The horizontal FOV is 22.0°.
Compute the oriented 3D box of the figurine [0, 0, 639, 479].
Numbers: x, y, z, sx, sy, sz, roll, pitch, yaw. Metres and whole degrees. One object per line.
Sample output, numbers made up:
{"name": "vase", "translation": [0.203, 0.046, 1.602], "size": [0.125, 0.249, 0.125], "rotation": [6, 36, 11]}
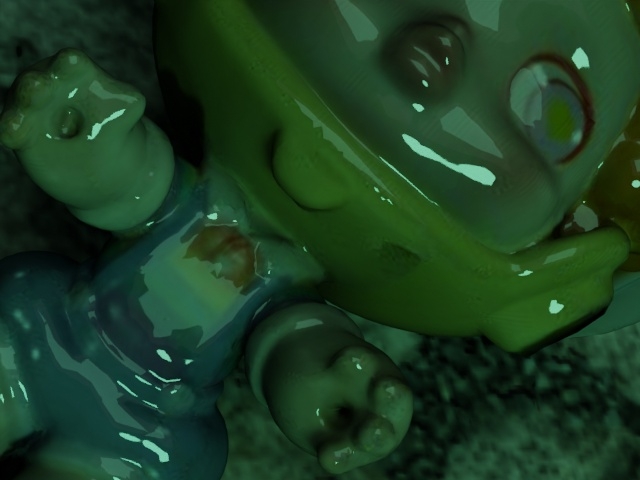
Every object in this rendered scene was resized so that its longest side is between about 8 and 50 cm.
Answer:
{"name": "figurine", "translation": [-0.023, -0.022, 0.553], "size": [0.382, 0.205, 0.224], "rotation": [-29, 80, -20]}
